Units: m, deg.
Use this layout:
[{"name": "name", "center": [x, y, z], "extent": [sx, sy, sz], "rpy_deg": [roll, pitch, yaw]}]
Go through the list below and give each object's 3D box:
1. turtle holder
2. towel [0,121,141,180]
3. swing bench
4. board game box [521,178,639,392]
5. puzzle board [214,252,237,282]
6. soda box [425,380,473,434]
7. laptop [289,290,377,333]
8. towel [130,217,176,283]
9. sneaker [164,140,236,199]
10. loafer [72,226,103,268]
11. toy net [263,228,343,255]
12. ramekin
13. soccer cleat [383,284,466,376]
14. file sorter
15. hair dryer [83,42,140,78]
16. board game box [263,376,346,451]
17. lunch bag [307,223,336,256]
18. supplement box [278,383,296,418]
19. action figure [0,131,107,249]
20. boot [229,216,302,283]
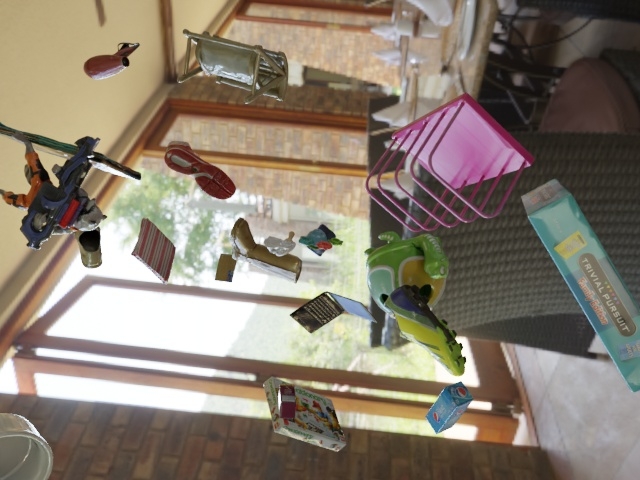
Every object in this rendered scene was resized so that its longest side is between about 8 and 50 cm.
[{"name": "turtle holder", "center": [0.285, 0.103, 1.807], "extent": [0.243, 0.320, 0.227], "rpy_deg": [21, -124, -45]}, {"name": "towel", "center": [-0.756, -0.268, 1.801], "extent": [0.271, 0.370, 0.040], "rpy_deg": [35, -108, -82]}, {"name": "swing bench", "center": [-0.257, -0.534, 1.834], "extent": [0.255, 0.253, 0.165], "rpy_deg": [-35, -40, -64]}, {"name": "board game box", "center": [0.481, 0.062, 1.064], "extent": [0.336, 0.079, 0.254], "rpy_deg": [59, -161, -2]}, {"name": "puzzle board", "center": [-0.425, 0.125, 2.708], "extent": [0.011, 0.097, 0.128], "rpy_deg": [31, -113, -62]}, {"name": "soda box", "center": [0.407, 0.533, 1.900], "extent": [0.071, 0.067, 0.210], "rpy_deg": [58, 150, 33]}, {"name": "laptop", "center": [0.054, 0.306, 2.342], "extent": [0.136, 0.264, 0.234], "rpy_deg": [59, -177, 34]}, {"name": "towel", "center": [-0.540, 0.035, 1.952], "extent": [0.197, 0.029, 0.144], "rpy_deg": [59, -148, -52]}, {"name": "sneaker", "center": [-0.329, -0.209, 1.662], "extent": [0.087, 0.221, 0.128], "rpy_deg": [-43, 32, 15]}, {"name": "loafer", "center": [-0.852, -0.026, 2.199], "extent": [0.268, 0.102, 0.092], "rpy_deg": [63, 143, 23]}, {"name": "toy net", "center": [-0.052, 0.016, 1.622], "extent": [0.232, 0.122, 0.045], "rpy_deg": [-12, -56, -42]}, {"name": "ramekin", "center": [-0.916, 0.624, 1.683], "extent": [0.135, 0.277, 0.277], "rpy_deg": [29, 122, 45]}, {"name": "soccer cleat", "center": [0.286, 0.255, 1.638], "extent": [0.121, 0.289, 0.093], "rpy_deg": [-41, -12, 27]}, {"name": "file sorter", "center": [0.257, -0.143, 1.292], "extent": [0.182, 0.202, 0.291], "rpy_deg": [-55, 14, -18]}, {"name": "hair dryer", "center": [-0.741, -0.655, 2.131], "extent": [0.293, 0.224, 0.080], "rpy_deg": [45, 168, 52]}, {"name": "board game box", "center": [-0.053, 0.596, 2.048], "extent": [0.053, 0.305, 0.193], "rpy_deg": [-44, 40, 18]}, {"name": "lunch bag", "center": [0.000, 0.000, 1.891], "extent": [0.065, 0.067, 0.098], "rpy_deg": [-46, 6, 33]}, {"name": "supplement box", "center": [-0.090, 0.432, 1.612], "extent": [0.083, 0.043, 0.054], "rpy_deg": [-105, 20, -68]}, {"name": "action figure", "center": [-0.718, -0.156, 1.646], "extent": [0.341, 0.330, 0.178], "rpy_deg": [-53, -7, -2]}, {"name": "boot", "center": [-0.198, 0.036, 2.245], "extent": [0.236, 0.270, 0.089], "rpy_deg": [96, -162, -54]}]
